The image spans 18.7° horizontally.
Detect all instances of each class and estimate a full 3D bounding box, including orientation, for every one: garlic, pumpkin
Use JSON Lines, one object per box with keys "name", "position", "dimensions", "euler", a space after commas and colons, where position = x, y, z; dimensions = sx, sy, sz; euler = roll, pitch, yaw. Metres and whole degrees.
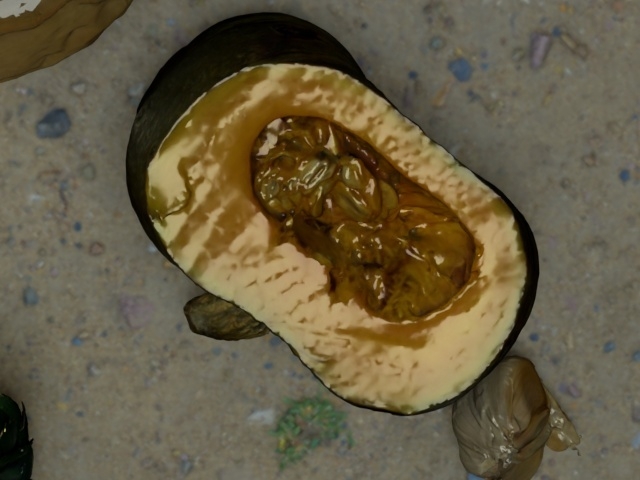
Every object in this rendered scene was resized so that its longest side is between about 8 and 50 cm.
{"name": "garlic", "position": [0.134, 0.138, 1.425], "dimensions": [0.074, 0.094, 0.113], "euler": [5, 118, 36]}
{"name": "pumpkin", "position": [0.000, 0.000, 1.346], "dimensions": [0.317, 0.139, 0.222], "euler": [40, 96, -17]}

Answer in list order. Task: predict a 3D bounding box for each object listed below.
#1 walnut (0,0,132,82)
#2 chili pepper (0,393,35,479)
{"name": "walnut", "position": [-0.205, -0.203, 1.242], "dimensions": [0.245, 0.198, 0.198], "euler": [-34, 106, -5]}
{"name": "chili pepper", "position": [-0.329, 0.202, 1.336], "dimensions": [0.257, 0.233, 0.248], "euler": [13, 89, 1]}
